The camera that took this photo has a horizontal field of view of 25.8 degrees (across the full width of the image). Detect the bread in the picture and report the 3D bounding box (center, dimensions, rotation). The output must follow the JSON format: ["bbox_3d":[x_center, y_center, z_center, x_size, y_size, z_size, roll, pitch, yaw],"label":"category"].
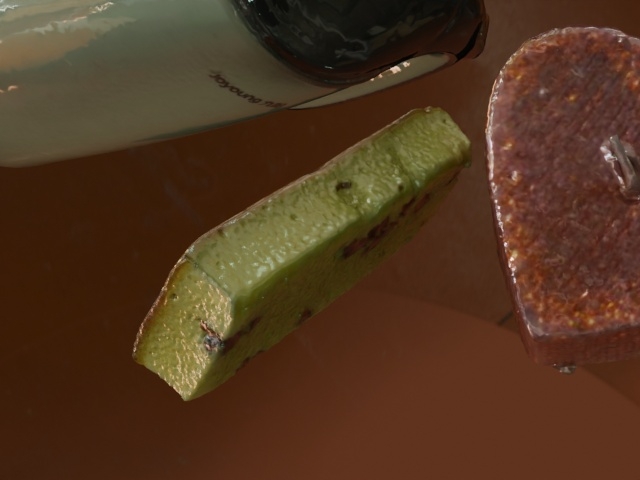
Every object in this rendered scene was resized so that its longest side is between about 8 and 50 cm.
[{"bbox_3d":[-0.001,0.000,1.190,0.077,0.138,0.361,42,44,14],"label":"bread"}]

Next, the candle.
[{"bbox_3d":[0.253,-0.028,1.183,0.317,0.131,0.287,35,80,21],"label":"candle"}]

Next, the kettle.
[{"bbox_3d":[-0.060,-0.123,0.683,0.255,0.240,0.165,-7,68,42],"label":"kettle"}]
